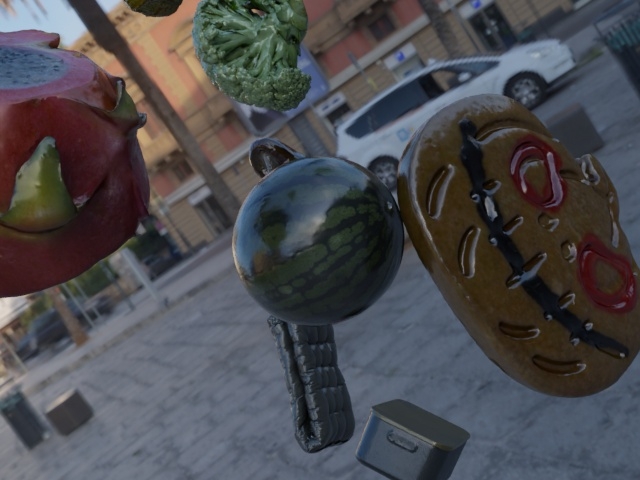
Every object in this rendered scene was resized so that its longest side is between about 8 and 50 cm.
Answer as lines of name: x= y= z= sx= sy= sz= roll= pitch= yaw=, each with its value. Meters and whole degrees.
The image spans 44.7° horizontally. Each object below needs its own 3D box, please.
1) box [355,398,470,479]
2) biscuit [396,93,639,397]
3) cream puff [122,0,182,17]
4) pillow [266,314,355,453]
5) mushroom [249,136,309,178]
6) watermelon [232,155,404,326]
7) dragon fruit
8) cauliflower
box: x=0.150 y=0.334 z=1.268 sx=0.090 sy=0.144 sz=0.201 roll=-67 pitch=-21 yaw=3
biscuit: x=0.256 y=-0.009 z=0.908 sx=0.314 sy=0.367 sz=0.063 roll=-32 pitch=-3 yaw=-31
cream puff: x=-0.183 y=-0.267 z=0.815 sx=0.058 sy=0.083 sz=0.083 roll=-46 pitch=26 yaw=15
pillow: x=-0.014 y=0.312 z=1.784 sx=0.101 sy=0.326 sz=0.228 roll=-21 pitch=-15 yaw=18
mushroom: x=-0.106 y=-0.129 z=1.975 sx=0.148 sy=0.227 sz=0.217 roll=118 pitch=176 yaw=-55
watermelon: x=0.000 y=0.000 z=0.946 sx=0.212 sy=0.212 sz=0.212 roll=-34 pitch=6 yaw=4
dragon fruit: x=-0.305 y=-0.092 z=0.763 sx=0.291 sy=0.189 sz=0.290 roll=-1 pitch=40 yaw=1
cauliflower: x=-0.121 y=-0.402 z=1.564 sx=0.250 sy=0.275 sz=0.272 roll=-44 pitch=16 yaw=14
